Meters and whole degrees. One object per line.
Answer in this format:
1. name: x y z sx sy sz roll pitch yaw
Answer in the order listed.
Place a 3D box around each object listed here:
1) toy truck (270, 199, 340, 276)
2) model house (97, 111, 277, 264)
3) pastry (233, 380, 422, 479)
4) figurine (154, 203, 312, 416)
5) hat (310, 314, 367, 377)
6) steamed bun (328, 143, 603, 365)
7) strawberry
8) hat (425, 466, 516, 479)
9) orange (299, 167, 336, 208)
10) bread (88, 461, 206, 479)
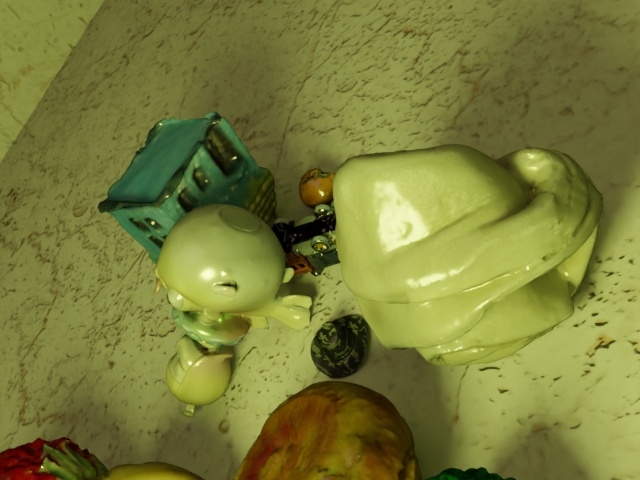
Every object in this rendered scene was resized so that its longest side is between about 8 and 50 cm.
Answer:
1. toy truck: 0.000 0.000 1.619 0.192 0.092 0.083 -17 49 28
2. model house: -0.222 -0.057 1.744 0.216 0.303 0.237 2 52 40
3. pastry: -0.011 0.348 1.230 0.356 0.164 0.356 -50 19 24
4. figurine: -0.160 0.137 1.582 0.226 0.275 0.394 -94 21 -62
5. hat: 0.025 0.160 1.490 0.121 0.050 0.121 -25 46 29
6. steamed bun: 0.183 0.034 1.212 0.343 0.367 0.255 -3 78 3
7. strawberry: -0.472 0.528 1.545 0.345 0.317 0.295 -49 0 13
8. hat: 0.146 0.438 1.029 0.274 0.242 0.332 -84 19 -55
9. orange: -0.005 -0.098 1.726 0.086 0.062 0.086 -29 44 33
10. bread: -0.272 0.480 1.360 0.333 0.333 0.160 -67 13 -18
